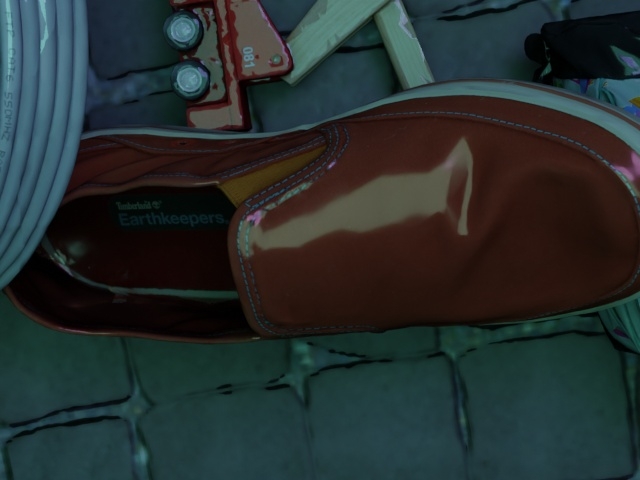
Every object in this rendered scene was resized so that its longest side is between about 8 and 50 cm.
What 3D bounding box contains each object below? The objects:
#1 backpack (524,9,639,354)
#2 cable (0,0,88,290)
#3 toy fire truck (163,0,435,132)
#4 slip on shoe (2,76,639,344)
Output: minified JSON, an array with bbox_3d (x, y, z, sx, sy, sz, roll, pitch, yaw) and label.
[{"bbox_3d":[0.179,-0.021,0.719,0.152,0.115,0.182,-6,97,0],"label":"backpack"},{"bbox_3d":[-0.203,-0.088,0.684,0.257,0.089,0.257,40,120,36],"label":"cable"},{"bbox_3d":[-0.008,-0.104,0.754,0.135,0.047,0.192,-8,93,3],"label":"toy fire truck"},{"bbox_3d":[0.000,0.000,0.683,0.331,0.101,0.123,-1,119,22],"label":"slip on shoe"}]
